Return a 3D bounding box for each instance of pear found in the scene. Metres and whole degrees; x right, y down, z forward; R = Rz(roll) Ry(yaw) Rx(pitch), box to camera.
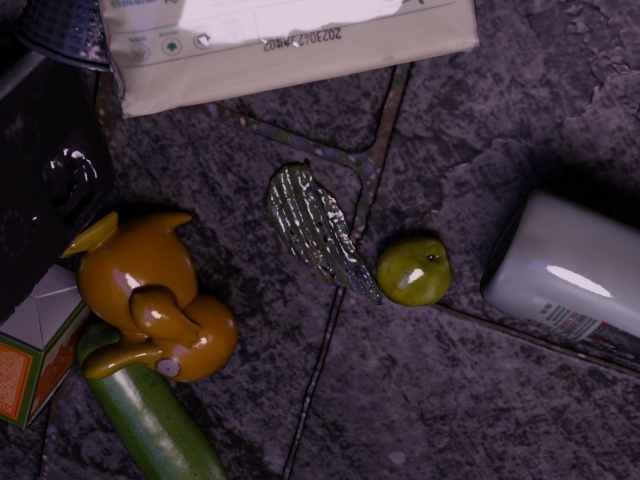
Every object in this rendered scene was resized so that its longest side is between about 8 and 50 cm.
[{"bbox_3d":[0.111,0.035,1.749,0.092,0.092,0.097,26,124,2],"label":"pear"}]

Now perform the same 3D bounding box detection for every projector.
[{"bbox_3d":[-0.506,-0.059,1.708,0.405,0.395,0.242,-5,119,21],"label":"projector"}]

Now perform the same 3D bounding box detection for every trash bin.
[{"bbox_3d":[-0.243,-0.288,1.638,0.175,0.175,0.161,18,113,7],"label":"trash bin"}]

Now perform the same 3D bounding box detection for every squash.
[{"bbox_3d":[-0.210,0.267,1.980,0.101,0.101,0.379,-20,112,27],"label":"squash"}]

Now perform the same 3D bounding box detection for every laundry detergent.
[{"bbox_3d":[0.380,0.084,1.617,0.397,0.125,0.264,23,167,2],"label":"laundry detergent"}]

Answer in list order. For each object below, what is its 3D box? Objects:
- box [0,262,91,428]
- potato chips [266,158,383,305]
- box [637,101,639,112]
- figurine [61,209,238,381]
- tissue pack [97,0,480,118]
[{"bbox_3d":[-0.420,0.113,1.910,0.194,0.177,0.148,23,123,4],"label":"box"},{"bbox_3d":[0.000,0.000,1.799,0.092,0.028,0.207,-21,109,28],"label":"potato chips"},{"bbox_3d":[0.489,-0.108,1.534,0.251,0.106,0.203,-22,109,26],"label":"box"},{"bbox_3d":[-0.212,0.071,1.825,0.215,0.215,0.228,-12,92,24],"label":"figurine"},{"bbox_3d":[-0.048,-0.304,1.472,0.380,0.207,0.297,-9,117,-1],"label":"tissue pack"}]
